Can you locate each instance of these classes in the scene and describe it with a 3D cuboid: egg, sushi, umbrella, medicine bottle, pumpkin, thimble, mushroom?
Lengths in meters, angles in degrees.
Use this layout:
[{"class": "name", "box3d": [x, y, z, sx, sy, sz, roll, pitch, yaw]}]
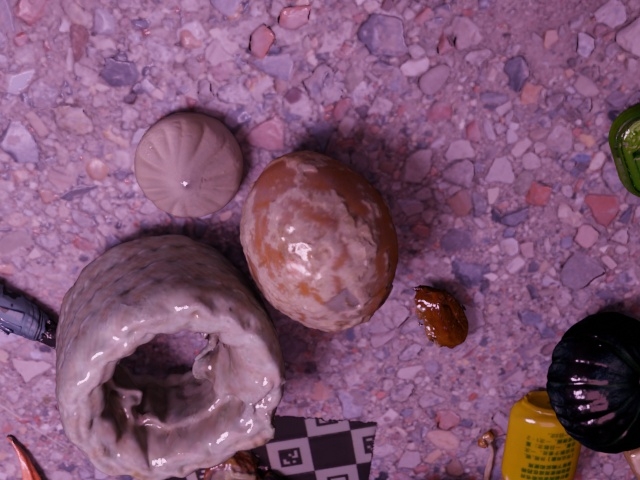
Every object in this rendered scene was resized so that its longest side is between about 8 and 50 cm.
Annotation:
[{"class": "egg", "box3d": [0.000, 0.000, 1.295, 0.195, 0.195, 0.233, -18, 101, 5]}, {"class": "sushi", "box3d": [0.162, 0.106, 1.430, 0.060, 0.061, 0.118, -1, 117, 43]}, {"class": "umbrella", "box3d": [-0.424, 0.090, 1.385, 0.250, 0.052, 0.053, 33, 112, -23]}, {"class": "medicine bottle", "box3d": [0.314, 0.364, 1.546, 0.111, 0.076, 0.309, 4, 115, -2]}, {"class": "pumpkin", "box3d": [0.391, 0.193, 1.419, 0.194, 0.194, 0.150, 25, 140, -14]}, {"class": "sushi", "box3d": [-0.086, 0.416, 1.552, 0.320, 0.069, 0.339, 5, 115, -6]}, {"class": "thimble", "box3d": [-0.188, 0.150, 1.339, 0.291, 0.195, 0.291, -6, 120, -11]}, {"class": "mushroom", "box3d": [0.233, 0.407, 1.594, 0.028, 0.026, 0.286, 11, 117, 9]}]

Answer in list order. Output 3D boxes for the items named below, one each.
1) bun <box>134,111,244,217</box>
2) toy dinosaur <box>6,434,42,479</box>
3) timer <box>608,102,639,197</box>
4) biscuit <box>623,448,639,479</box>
[{"class": "bun", "box3d": [-0.162, -0.084, 1.299, 0.138, 0.094, 0.138, -3, 117, -5]}, {"class": "toy dinosaur", "box3d": [-0.421, 0.413, 1.539, 0.101, 0.055, 0.279, -13, 115, -22]}, {"class": "timer", "box3d": [0.444, -0.122, 1.339, 0.140, 0.047, 0.128, -21, 115, 7]}, {"class": "biscuit", "box3d": [0.504, 0.362, 1.567, 0.052, 0.056, 0.188, -29, 112, 11]}]
